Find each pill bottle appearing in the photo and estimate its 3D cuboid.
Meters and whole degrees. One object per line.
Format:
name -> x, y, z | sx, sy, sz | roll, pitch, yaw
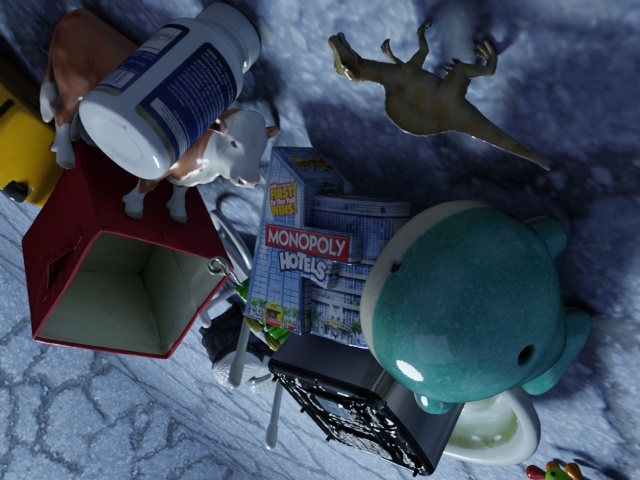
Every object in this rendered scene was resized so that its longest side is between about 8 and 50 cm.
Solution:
pill bottle -> -0.131, -0.145, 0.596 | 0.094, 0.169, 0.094 | 28, 152, 17

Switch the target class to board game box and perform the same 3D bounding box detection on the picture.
board game box -> 0.000, 0.000, 0.667 | 0.194, 0.060, 0.194 | 9, 102, 47

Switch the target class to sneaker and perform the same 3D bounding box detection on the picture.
sneaker -> -0.143, 0.205, 1.245 | 0.153, 0.101, 0.268 | 58, -171, 25

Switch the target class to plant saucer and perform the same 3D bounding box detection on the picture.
plant saucer -> 0.110, 0.147, 0.858 | 0.400, 0.100, 0.400 | 28, 152, 16

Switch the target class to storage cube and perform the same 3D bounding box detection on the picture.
storage cube -> -0.262, 0.016, 0.848 | 0.215, 0.183, 0.193 | 20, -153, -40

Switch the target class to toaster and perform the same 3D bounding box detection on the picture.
toaster -> 0.059, 0.167, 0.717 | 0.186, 0.110, 0.168 | 5, 141, 45

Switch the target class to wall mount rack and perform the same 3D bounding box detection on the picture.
wall mount rack -> -0.124, 0.132, 0.992 | 0.304, 0.130, 0.350 | 48, 164, 38

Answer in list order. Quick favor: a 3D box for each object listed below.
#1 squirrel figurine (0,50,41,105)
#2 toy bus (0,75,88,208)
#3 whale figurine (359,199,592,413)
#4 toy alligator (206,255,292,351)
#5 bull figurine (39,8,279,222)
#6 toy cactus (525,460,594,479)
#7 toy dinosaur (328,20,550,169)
squirrel figurine -> -0.614, -0.166, 0.895 | 0.281, 0.370, 0.397 | 32, 152, 8
toy bus -> -0.396, -0.119, 0.902 | 0.130, 0.108, 0.332 | 44, 176, 9
whale figurine -> 0.166, 0.080, 0.575 | 0.272, 0.216, 0.141 | 29, -172, -34
toy alligator -> -0.070, 0.077, 0.795 | 0.189, 0.056, 0.051 | 48, -169, -21
bull figurine -> -0.194, -0.130, 0.734 | 0.310, 0.101, 0.188 | 38, 116, 12
toy cactus -> 0.415, 0.397, 0.922 | 0.180, 0.112, 0.219 | -23, 109, 48
toy dinosaur -> 0.093, -0.108, 0.481 | 0.183, 0.092, 0.053 | 31, 153, 10
